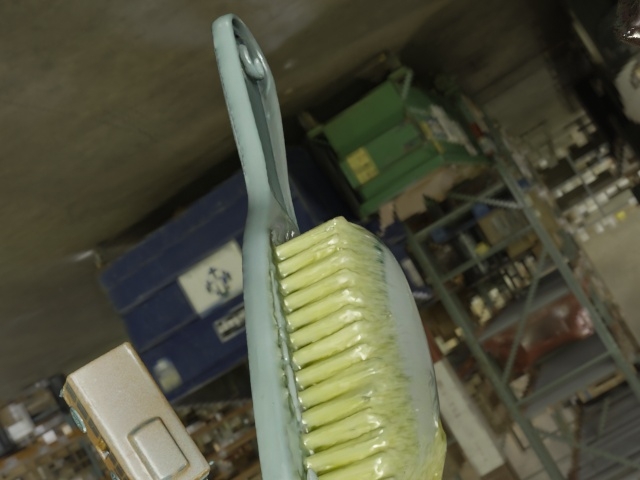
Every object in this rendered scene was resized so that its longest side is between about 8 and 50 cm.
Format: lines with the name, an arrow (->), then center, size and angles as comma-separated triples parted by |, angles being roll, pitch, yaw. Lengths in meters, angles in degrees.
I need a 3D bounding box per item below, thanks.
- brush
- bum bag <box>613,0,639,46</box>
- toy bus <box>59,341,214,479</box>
brush -> 0.000, 0.000, 0.400 | 0.060, 0.297, 0.068 | -24, 140, 14
bum bag -> 0.155, -0.092, 0.346 | 0.159, 0.109, 0.026 | -68, 169, -56
toy bus -> -0.199, 0.211, 1.098 | 0.091, 0.182, 0.103 | -30, 170, -27
